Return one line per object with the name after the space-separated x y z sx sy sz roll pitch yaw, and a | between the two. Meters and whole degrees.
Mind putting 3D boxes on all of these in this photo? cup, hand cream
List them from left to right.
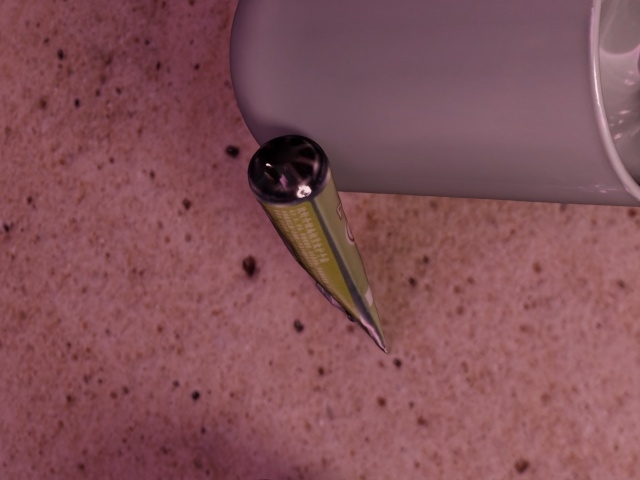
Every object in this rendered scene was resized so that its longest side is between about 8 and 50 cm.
0.000 0.000 1.283 0.055 0.235 0.086 -38 57 -8 | hand cream
0.101 -0.130 1.240 0.312 0.205 0.205 3 83 35 | cup
